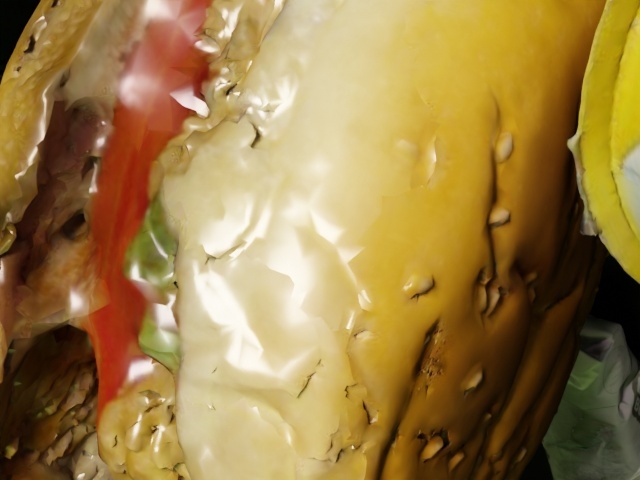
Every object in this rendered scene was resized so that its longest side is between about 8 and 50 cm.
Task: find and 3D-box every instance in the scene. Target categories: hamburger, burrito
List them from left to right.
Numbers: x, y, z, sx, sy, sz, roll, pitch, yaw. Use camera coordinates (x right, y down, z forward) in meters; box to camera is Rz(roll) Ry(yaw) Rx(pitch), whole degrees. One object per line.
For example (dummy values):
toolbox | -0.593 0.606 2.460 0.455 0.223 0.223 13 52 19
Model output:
hamburger | 0.000 0.000 0.444 0.163 0.244 0.244 15 147 15
burrito | 0.128 0.091 0.671 0.064 0.064 0.203 1 141 27

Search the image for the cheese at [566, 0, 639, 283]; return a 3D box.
cheese | 0.136 -0.078 0.368 0.177 0.069 0.270 -24 126 -8
